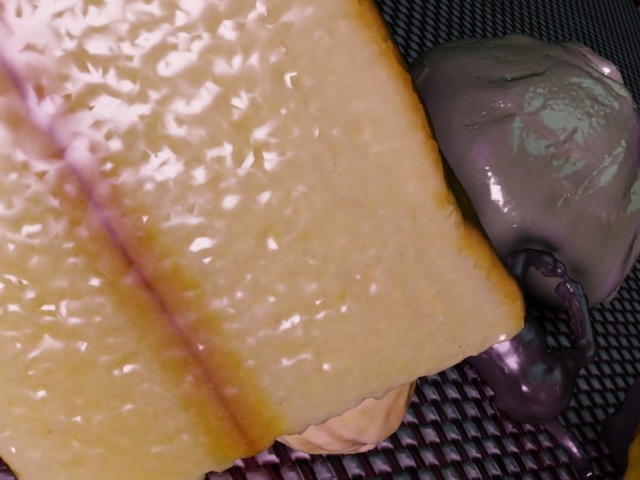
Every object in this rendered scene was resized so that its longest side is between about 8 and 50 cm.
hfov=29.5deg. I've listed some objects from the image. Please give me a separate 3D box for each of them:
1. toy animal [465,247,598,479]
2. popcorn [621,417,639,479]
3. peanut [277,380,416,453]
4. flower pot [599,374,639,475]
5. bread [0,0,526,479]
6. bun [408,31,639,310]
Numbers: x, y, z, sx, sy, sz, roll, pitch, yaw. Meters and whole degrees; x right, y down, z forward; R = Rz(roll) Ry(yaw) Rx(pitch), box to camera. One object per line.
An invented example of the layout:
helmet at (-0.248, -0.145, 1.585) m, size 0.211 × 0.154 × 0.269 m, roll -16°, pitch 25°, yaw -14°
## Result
toy animal at (0.145, 0.077, 0.956) m, size 0.233 × 0.084 × 0.148 m, roll 57°, pitch 43°, yaw -4°
popcorn at (0.317, 0.224, 0.815) m, size 0.292 × 0.294 × 0.334 m, roll 20°, pitch 50°, yaw 12°
peanut at (0.000, 0.000, 0.734) m, size 0.147 × 0.147 × 0.305 m, roll 41°, pitch 29°, yaw -20°
flower pot at (0.312, 0.166, 1.020) m, size 0.157 × 0.157 × 0.107 m, roll 19°, pitch 30°, yaw -48°
bread at (-0.106, -0.081, 0.425) m, size 0.245 × 0.233 × 0.362 m, roll 67°, pitch 7°, yaw 29°
bun at (0.216, -0.087, 1.138) m, size 0.293 × 0.187 × 0.293 m, roll 40°, pitch 28°, yaw -27°
